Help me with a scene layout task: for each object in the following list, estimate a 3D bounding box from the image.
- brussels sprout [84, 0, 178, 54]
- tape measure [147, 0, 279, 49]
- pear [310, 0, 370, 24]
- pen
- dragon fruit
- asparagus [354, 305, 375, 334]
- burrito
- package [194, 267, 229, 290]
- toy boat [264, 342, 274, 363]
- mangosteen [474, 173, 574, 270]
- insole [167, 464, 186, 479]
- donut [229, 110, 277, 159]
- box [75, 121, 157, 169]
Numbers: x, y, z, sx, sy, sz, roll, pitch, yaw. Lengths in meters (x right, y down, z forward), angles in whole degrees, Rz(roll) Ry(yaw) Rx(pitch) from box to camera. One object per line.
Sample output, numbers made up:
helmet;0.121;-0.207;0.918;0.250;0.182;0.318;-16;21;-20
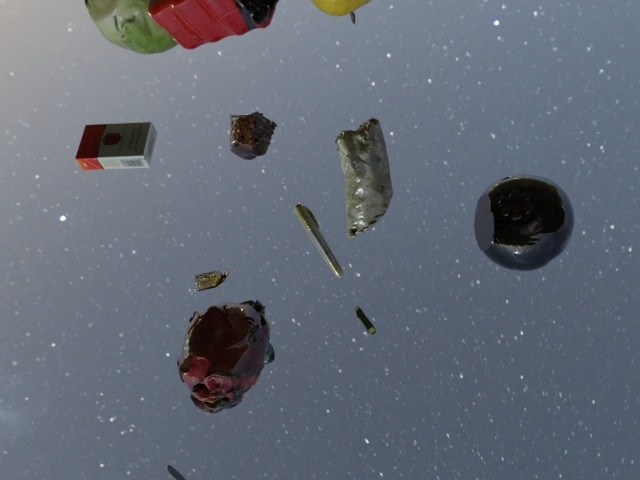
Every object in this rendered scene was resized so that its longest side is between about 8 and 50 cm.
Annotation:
brussels sprout;-0.541;-0.706;1.568;0.282;0.289;0.354;7;-160;14
tape measure;-0.164;-0.459;0.912;0.253;0.114;0.260;1;-115;37
pear;0.041;-0.450;0.832;0.267;0.178;0.266;0;-125;0
pen;0.000;0.000;1.393;0.040;0.233;0.032;-40;-161;-23
dragon fruit;-0.243;0.275;1.344;0.251;0.250;0.314;10;-120;35
asparagus;0.126;0.230;1.542;0.025;0.021;0.108;-33;-128;-3
burrito;0.142;-0.188;1.593;0.175;0.347;0.107;-15;-160;-22
package;-0.404;0.145;1.970;0.131;0.047;0.071;-13;-161;-13
toy boat;-0.244;0.339;1.754;0.246;0.103;0.093;25;-112;32
mangosteen;0.547;-0.039;1.448;0.233;0.287;0.287;-5;-136;-4
insole;-0.366;0.699;1.484;0.004;0.188;0.064;-42;-168;-7
donut;-0.209;-0.299;1.503;0.187;0.144;0.126;6;-89;42
box;-0.443;-0.206;1.150;0.152;0.048;0.100;-3;-122;6
